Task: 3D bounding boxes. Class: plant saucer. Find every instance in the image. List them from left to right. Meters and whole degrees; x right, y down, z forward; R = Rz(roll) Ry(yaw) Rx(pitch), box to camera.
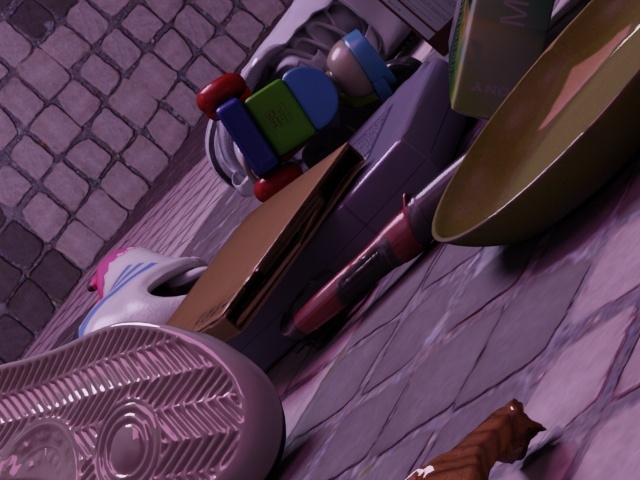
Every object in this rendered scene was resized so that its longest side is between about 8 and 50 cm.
[{"bbox_3d":[0.153,-0.082,1.074,0.241,0.037,0.241,-49,9,10],"label":"plant saucer"}]

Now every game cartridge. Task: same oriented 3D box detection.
[{"bbox_3d":[0.000,0.000,1.462,0.294,0.060,0.196,-45,6,32],"label":"game cartridge"}]

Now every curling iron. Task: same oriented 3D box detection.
[{"bbox_3d":[0.061,-0.016,1.265,0.274,0.035,0.068,-45,10,34],"label":"curling iron"}]

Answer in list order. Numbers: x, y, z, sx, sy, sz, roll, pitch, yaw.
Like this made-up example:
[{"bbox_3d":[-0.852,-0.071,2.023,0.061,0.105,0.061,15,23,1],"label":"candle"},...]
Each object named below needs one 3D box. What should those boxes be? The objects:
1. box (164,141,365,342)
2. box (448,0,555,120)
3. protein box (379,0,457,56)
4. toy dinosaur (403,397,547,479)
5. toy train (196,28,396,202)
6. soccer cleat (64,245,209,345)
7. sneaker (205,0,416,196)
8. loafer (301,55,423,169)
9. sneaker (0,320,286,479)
[{"bbox_3d":[-0.054,0.020,1.415,0.164,0.021,0.201,-55,9,-25],"label":"box"},{"bbox_3d":[0.142,-0.259,1.326,0.232,0.058,0.322,-79,-1,-73],"label":"box"},{"bbox_3d":[0.149,-0.311,1.735,0.201,0.136,0.200,-41,12,46],"label":"protein box"},{"bbox_3d":[0.040,0.115,0.720,0.112,0.064,0.211,-45,10,22],"label":"toy dinosaur"},{"bbox_3d":[-0.012,-0.107,1.629,0.143,0.105,0.248,-32,-1,1],"label":"toy train"},{"bbox_3d":[-0.136,0.064,1.768,0.143,0.116,0.331,-30,12,8],"label":"soccer cleat"},{"bbox_3d":[0.016,-0.191,1.941,0.366,0.137,0.210,-54,9,7],"label":"sneaker"},{"bbox_3d":[0.044,-0.116,1.706,0.170,0.062,0.061,-38,10,49],"label":"loafer"},{"bbox_3d":[-0.119,0.135,1.310,0.350,0.148,0.131,-6,70,47],"label":"sneaker"}]
